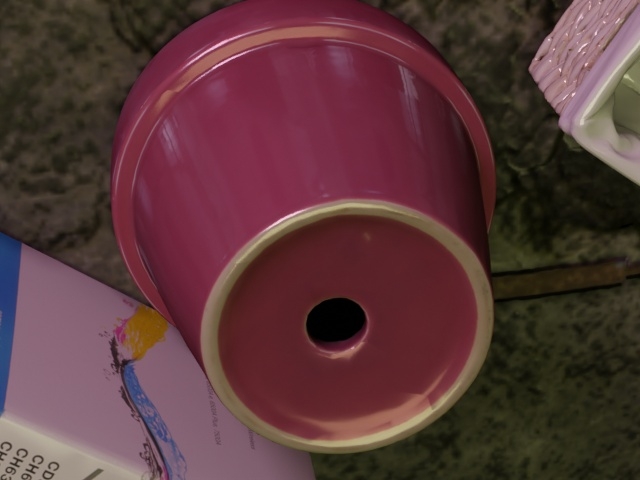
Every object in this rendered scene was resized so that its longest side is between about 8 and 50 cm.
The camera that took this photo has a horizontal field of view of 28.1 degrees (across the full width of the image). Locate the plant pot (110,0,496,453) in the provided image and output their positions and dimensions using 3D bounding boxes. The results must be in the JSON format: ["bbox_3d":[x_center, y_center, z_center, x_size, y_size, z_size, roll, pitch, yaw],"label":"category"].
[{"bbox_3d":[0.000,0.000,0.622,0.201,0.180,0.201,-4,118,-8],"label":"plant pot"}]

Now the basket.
[{"bbox_3d":[0.205,-0.078,0.658,0.167,0.103,0.113,28,109,-21],"label":"basket"}]

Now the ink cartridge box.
[{"bbox_3d":[-0.142,0.131,0.673,0.233,0.168,0.171,28,109,-22],"label":"ink cartridge box"}]
